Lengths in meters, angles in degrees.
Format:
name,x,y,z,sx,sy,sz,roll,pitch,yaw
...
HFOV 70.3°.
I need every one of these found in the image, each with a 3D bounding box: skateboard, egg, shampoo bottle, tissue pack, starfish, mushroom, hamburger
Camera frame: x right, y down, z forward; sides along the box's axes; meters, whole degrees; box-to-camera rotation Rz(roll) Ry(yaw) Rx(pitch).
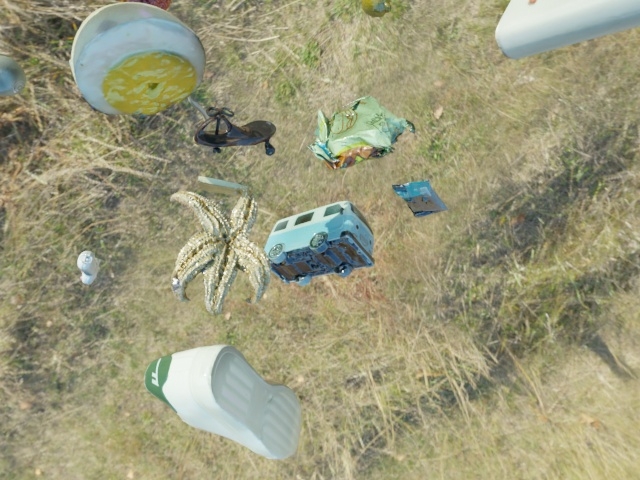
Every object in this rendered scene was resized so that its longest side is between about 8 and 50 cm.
name,x,y,z,sx,sy,sz,roll,pitch,yaw
skateboard,-0.151,-0.200,0.822,0.151,0.067,0.080,-9,139,-30
egg,-0.482,-0.491,1.178,0.337,0.337,0.201,-35,70,21
shampoo bottle,0.326,-0.256,0.427,0.071,0.284,0.153,39,80,-33
tissue pack,0.213,-0.084,0.963,0.085,0.028,0.138,-5,157,34
starfish,-0.165,-0.001,0.749,0.216,0.238,0.071,32,145,-10
mushroom,-0.446,-0.445,1.676,0.068,0.043,0.306,-20,164,-19
hamburger,0.105,-0.313,1.260,0.261,0.276,0.150,-1,120,32

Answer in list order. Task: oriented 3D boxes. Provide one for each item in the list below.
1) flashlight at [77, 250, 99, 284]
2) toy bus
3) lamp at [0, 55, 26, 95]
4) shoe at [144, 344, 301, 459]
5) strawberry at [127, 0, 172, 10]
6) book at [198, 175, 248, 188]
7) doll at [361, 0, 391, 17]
name,x,y,z,sx,sy,sz,roll,pitch,yaw
flashlight,-0.754,0.083,1.473,0.047,0.093,0.200,16,158,-15
toy bus,0.000,0.000,1.122,0.271,0.164,0.133,-14,135,34
lamp,-0.856,-0.443,1.230,0.105,0.105,0.105,2,119,4
shoe,-0.161,0.294,0.806,0.160,0.131,0.363,-6,141,21
strawberry,-0.565,-0.805,1.493,0.131,0.148,0.131,4,123,6
book,-0.331,-0.180,1.541,0.160,0.228,0.024,11,87,-13
doll,0.155,-0.832,1.485,0.097,0.137,0.209,-41,113,-2
